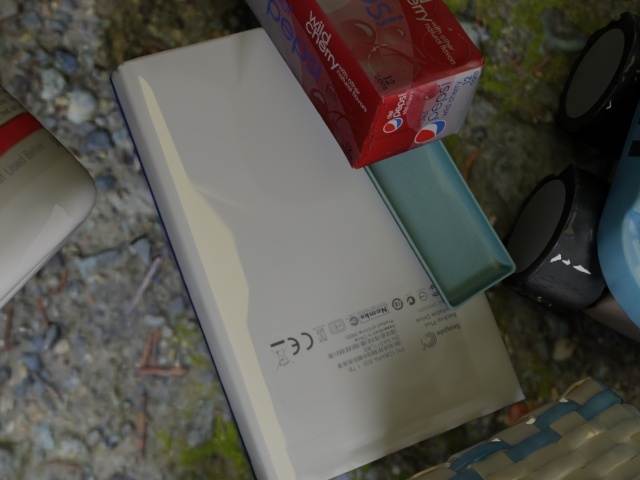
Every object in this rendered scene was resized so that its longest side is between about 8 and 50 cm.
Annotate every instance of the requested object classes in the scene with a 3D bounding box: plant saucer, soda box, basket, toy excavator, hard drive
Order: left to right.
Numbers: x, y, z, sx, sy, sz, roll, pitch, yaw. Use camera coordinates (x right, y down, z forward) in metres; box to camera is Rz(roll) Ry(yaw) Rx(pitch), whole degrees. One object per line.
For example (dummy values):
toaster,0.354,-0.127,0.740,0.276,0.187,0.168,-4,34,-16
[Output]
hard drive,0.000,0.000,1.019,0.210,0.040,0.318,-18,84,-25
soda box,0.005,-0.183,0.996,0.092,0.083,0.263,-21,64,-25
plant saucer,0.068,-0.045,1.024,0.067,0.018,0.192,-30,89,-26
basket,0.193,0.254,0.927,0.255,0.201,0.289,-22,55,-24
toy excavator,0.370,-0.127,0.974,0.222,0.445,0.432,28,69,-14

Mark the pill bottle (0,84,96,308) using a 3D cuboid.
pill bottle,-0.345,-0.088,0.801,0.408,0.229,0.229,45,66,-6
